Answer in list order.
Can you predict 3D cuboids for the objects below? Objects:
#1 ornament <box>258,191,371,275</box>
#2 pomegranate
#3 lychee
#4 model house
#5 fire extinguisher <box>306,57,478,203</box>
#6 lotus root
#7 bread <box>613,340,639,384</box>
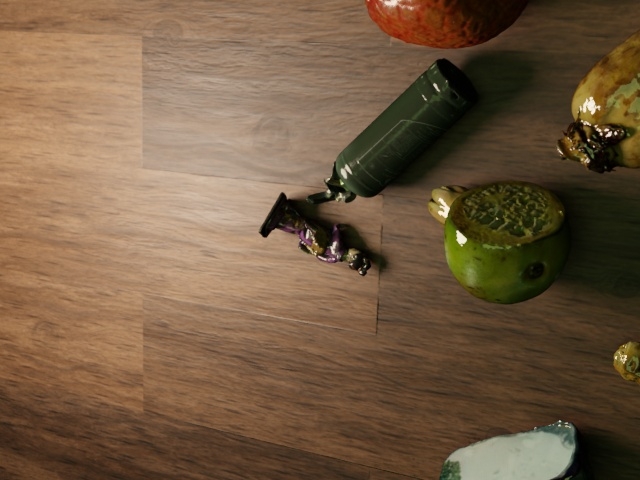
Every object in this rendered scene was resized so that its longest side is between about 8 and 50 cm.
[{"bbox_3d":[0.001,-0.009,1.628,0.203,0.088,0.081,23,85,8],"label":"ornament"},{"bbox_3d":[0.260,0.009,1.441,0.241,0.190,0.159,14,131,22],"label":"pomegranate"},{"bbox_3d":[0.193,-0.395,1.355,0.300,0.255,0.255,-2,102,62],"label":"lychee"},{"bbox_3d":[0.356,0.470,1.507,0.253,0.184,0.291,-26,102,22],"label":"model house"},{"bbox_3d":[0.110,-0.158,1.518,0.311,0.114,0.095,-43,65,28],"label":"fire extinguisher"},{"bbox_3d":[0.472,-0.210,1.315,0.314,0.141,0.169,-42,83,17],"label":"lotus root"},{"bbox_3d":[0.503,0.195,1.427,0.110,0.060,0.066,27,140,20],"label":"bread"}]
